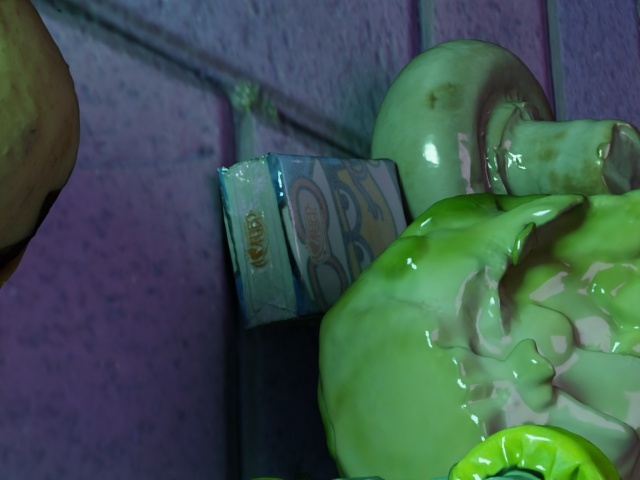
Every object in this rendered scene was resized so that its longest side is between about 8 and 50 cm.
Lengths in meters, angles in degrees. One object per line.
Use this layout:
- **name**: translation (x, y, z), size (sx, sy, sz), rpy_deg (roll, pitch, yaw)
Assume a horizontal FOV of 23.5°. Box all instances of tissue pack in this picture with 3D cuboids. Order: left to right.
- **tissue pack**: translation (0.000, 0.000, 1.079), size (0.155, 0.065, 0.116), rpy_deg (0, 77, -55)

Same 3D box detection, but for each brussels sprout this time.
- **brussels sprout**: translation (0.161, 0.123, 1.006), size (0.371, 0.315, 0.276), rpy_deg (6, 64, -36)

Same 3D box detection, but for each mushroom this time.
- **mushroom**: translation (0.134, -0.066, 1.197), size (0.206, 0.209, 0.206), rpy_deg (13, 61, -25)

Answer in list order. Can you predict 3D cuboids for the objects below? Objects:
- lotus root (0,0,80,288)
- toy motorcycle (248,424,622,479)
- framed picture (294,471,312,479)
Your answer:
- **lotus root**: translation (-0.233, -0.099, 0.670), size (0.310, 0.182, 0.183), rpy_deg (51, 40, -31)
- **toy motorcycle**: translation (0.010, 0.207, 0.774), size (0.191, 0.326, 0.200), rpy_deg (8, 73, -54)
- **framed picture**: translation (-0.012, 0.243, 1.013), size (0.109, 0.011, 0.149), rpy_deg (58, 37, -24)
